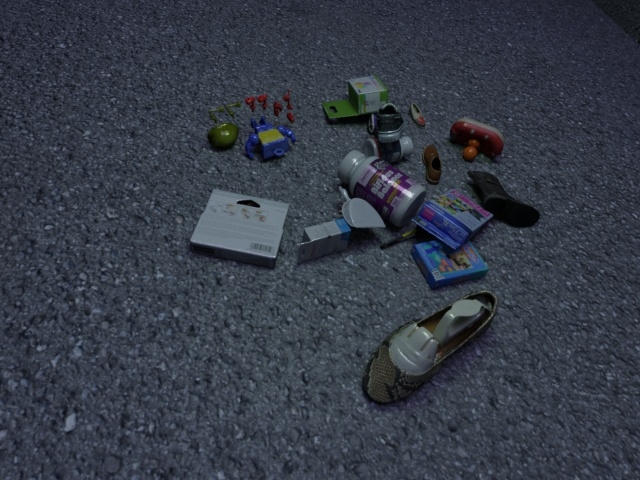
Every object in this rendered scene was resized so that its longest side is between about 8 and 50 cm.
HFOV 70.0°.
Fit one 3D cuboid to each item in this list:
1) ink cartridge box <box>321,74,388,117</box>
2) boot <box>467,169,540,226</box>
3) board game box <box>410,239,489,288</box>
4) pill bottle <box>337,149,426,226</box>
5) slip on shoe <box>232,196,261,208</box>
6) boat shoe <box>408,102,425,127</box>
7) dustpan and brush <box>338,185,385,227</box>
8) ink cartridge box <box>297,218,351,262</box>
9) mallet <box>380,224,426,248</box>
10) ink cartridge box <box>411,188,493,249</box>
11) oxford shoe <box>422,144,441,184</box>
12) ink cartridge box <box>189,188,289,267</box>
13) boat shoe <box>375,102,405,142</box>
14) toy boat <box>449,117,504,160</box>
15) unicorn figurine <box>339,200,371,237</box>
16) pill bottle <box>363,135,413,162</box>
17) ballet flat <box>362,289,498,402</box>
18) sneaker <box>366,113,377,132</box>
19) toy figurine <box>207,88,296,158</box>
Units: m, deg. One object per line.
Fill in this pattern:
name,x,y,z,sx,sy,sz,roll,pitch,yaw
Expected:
ink cartridge box,0.143,-0.618,1.969,0.255,0.097,0.189,-10,39,-6
boot,0.703,-0.176,1.759,0.262,0.091,0.229,22,35,-14
board game box,0.433,0.067,1.539,0.210,0.047,0.160,-10,53,-18
pill bottle,0.211,-0.195,1.636,0.301,0.169,0.169,37,54,20
slip on shoe,-0.265,-0.125,1.579,0.135,0.052,0.041,1,11,1
boat shoe,0.437,-0.563,2.058,0.049,0.043,0.137,-7,54,-18
dustpan and brush,0.116,-0.115,1.555,0.147,0.060,0.211,-1,58,-37
ink cartridge box,0.000,0.000,1.480,0.180,0.104,0.060,-15,55,-21
mallet,0.290,-0.010,1.591,0.189,0.062,0.039,-27,58,-11
ink cartridge box,0.469,-0.083,1.606,0.185,0.065,0.311,39,39,21
oxford shoe,0.461,-0.323,1.848,0.076,0.076,0.212,6,49,-4
ink cartridge box,-0.257,-0.044,1.500,0.274,0.060,0.239,11,49,0
boat shoe,0.279,-0.479,1.798,0.121,0.119,0.335,0,25,7
toy boat,0.649,-0.406,1.928,0.231,0.151,0.151,23,81,9
unicorn figurine,0.124,-0.092,1.606,0.111,0.060,0.162,4,50,-8
pill bottle,0.271,-0.365,1.825,0.180,0.108,0.108,-13,55,-20
ballet flat,0.319,0.262,1.273,0.482,0.182,0.164,-26,60,-27
sneaker,0.244,-0.527,1.981,0.071,0.068,0.170,17,49,-3
toy figurine,-0.219,-0.399,1.723,0.362,0.191,0.217,-21,62,-23
